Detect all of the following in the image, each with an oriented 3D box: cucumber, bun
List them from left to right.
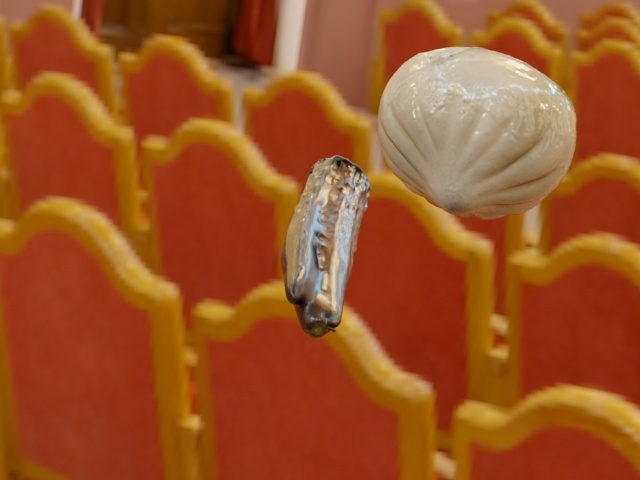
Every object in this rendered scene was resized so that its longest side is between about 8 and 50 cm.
[{"bbox_3d":[-0.001,0.001,0.816,0.033,0.034,0.135,45,30,-16],"label":"cucumber"},{"bbox_3d":[0.100,-0.057,1.211,0.138,0.138,0.094,11,58,11],"label":"bun"}]
